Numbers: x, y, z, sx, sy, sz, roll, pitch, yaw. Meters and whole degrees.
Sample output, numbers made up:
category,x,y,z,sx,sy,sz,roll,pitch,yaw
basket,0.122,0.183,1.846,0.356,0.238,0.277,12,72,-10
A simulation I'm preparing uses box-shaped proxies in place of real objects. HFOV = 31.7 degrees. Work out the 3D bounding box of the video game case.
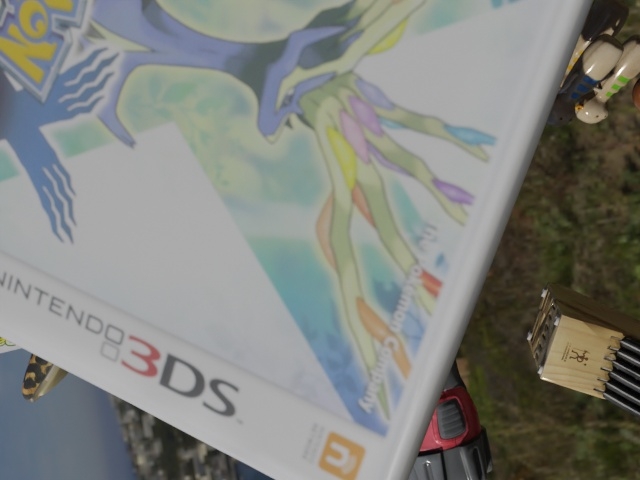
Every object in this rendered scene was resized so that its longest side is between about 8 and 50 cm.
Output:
category,x,y,z,sx,sy,sz,roll,pitch,yaw
video game case,-0.051,-0.078,0.497,0.036,0.300,0.329,-25,-44,-66

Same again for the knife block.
category,x,y,z,sx,sy,sz,roll,pitch,yaw
knife block,0.395,0.151,1.412,0.276,0.242,0.088,-62,-11,-79

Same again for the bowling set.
category,x,y,z,sx,sy,sz,roll,pitch,yaw
bowling set,0.312,-0.189,1.357,0.200,0.287,0.154,53,125,25

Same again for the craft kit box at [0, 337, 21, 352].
category,x,y,z,sx,sy,sz,roll,pitch,yaw
craft kit box,-0.376,0.038,1.215,0.250,0.246,0.061,42,140,49

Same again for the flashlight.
category,x,y,z,sx,sy,sz,roll,pitch,yaw
flashlight,0.091,0.094,1.107,0.103,0.103,0.304,-21,-82,-67

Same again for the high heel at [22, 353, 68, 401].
category,x,y,z,sx,sy,sz,roll,pitch,yaw
high heel,-0.375,0.075,1.407,0.093,0.186,0.261,111,178,-49
